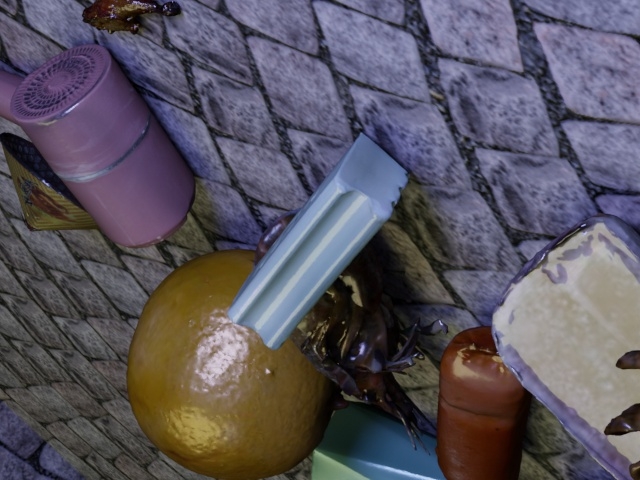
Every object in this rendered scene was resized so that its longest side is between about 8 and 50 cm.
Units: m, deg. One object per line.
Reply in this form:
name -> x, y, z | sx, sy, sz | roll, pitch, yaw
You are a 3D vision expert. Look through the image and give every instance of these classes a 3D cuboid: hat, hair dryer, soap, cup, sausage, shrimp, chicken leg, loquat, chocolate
hat -> -0.332, -0.045, 1.971 | 0.193, 0.082, 0.193 | 35, -175, -4
hair dryer -> -0.300, -0.133, 1.861 | 0.352, 0.125, 0.210 | 26, 156, 49
soap -> 0.000, 0.000, 1.540 | 0.066, 0.119, 0.198 | 36, 122, -5
cup -> 0.116, 0.299, 1.978 | 0.235, 0.148, 0.134 | 20, 154, 27
sausage -> 0.177, 0.182, 1.735 | 0.097, 0.094, 0.348 | 12, 149, 9
shrimp -> 0.051, 0.099, 1.728 | 0.343, 0.145, 0.116 | 57, 178, -28
chicken leg -> -0.195, -0.228, 1.610 | 0.062, 0.037, 0.145 | 25, 164, -27
loquat -> -0.084, 0.140, 1.847 | 0.275, 0.275, 0.275 | 31, 155, 16
chocolate -> 0.298, 0.114, 1.388 | 0.303, 0.100, 0.185 | 45, 123, 5

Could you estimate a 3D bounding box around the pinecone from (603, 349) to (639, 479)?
pinecone -> 0.328, 0.103, 1.184 | 0.244, 0.309, 0.244 | 29, -179, -1
